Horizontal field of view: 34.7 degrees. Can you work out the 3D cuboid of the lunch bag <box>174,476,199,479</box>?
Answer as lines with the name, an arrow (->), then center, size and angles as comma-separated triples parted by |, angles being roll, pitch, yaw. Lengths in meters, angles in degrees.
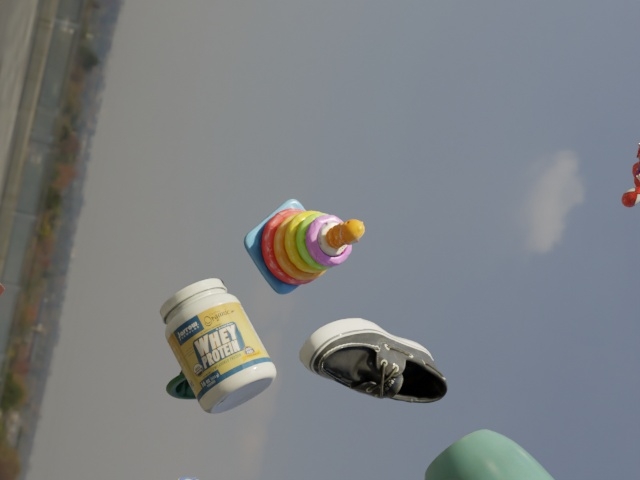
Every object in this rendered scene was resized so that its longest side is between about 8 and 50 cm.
lunch bag -> -0.249, 0.609, 2.078 | 0.243, 0.115, 0.303 | 61, 0, 16

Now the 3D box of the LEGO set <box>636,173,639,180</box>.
LEGO set -> 0.579, -0.012, 1.448 | 0.060, 0.182, 0.244 | -56, -139, 34

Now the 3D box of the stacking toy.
stacking toy -> 0.000, 0.000, 2.078 | 0.175, 0.166, 0.302 | -42, -165, -30

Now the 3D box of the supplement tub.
supplement tub -> -0.180, 0.181, 1.763 | 0.200, 0.144, 0.144 | 59, -33, 18

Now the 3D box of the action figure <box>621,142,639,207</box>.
action figure -> 0.579, -0.150, 1.572 | 0.280, 0.091, 0.139 | -39, 164, 0

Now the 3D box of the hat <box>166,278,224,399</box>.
hat -> -0.253, 0.229, 2.259 | 0.173, 0.208, 0.184 | 43, 29, -59

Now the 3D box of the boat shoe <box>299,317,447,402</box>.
boat shoe -> 0.071, 0.153, 1.190 | 0.080, 0.228, 0.076 | -53, -130, 11

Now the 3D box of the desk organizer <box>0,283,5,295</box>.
desk organizer -> -0.607, 0.065, 1.737 | 0.047, 0.130, 0.050 | -61, 172, -18

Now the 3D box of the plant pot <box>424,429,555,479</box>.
plant pot -> 0.367, 0.565, 2.261 | 0.235, 0.293, 0.293 | 53, -43, 30
